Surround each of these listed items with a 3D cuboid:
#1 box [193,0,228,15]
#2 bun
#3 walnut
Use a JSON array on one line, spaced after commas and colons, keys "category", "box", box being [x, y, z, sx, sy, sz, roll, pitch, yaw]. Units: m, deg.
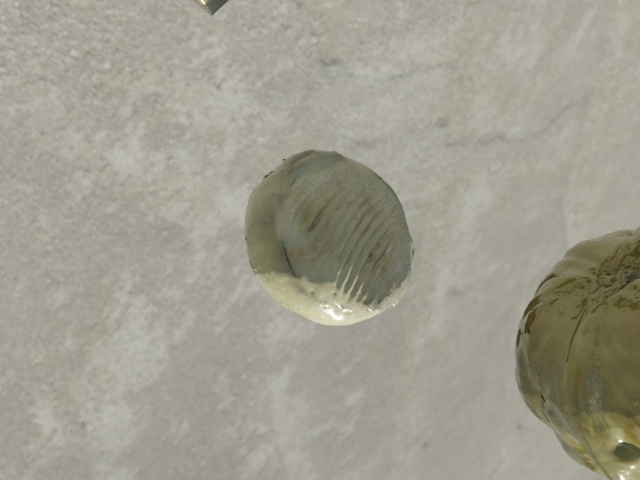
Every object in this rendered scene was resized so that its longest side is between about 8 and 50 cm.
[{"category": "box", "box": [-0.086, -0.392, 1.073, 0.240, 0.071, 0.159, -44, 142, -3]}, {"category": "bun", "box": [0.000, 0.000, 1.220, 0.239, 0.239, 0.141, -20, 173, -44]}, {"category": "walnut", "box": [0.342, 0.122, 0.942, 0.277, 0.282, 0.253, 44, 36, -24]}]
